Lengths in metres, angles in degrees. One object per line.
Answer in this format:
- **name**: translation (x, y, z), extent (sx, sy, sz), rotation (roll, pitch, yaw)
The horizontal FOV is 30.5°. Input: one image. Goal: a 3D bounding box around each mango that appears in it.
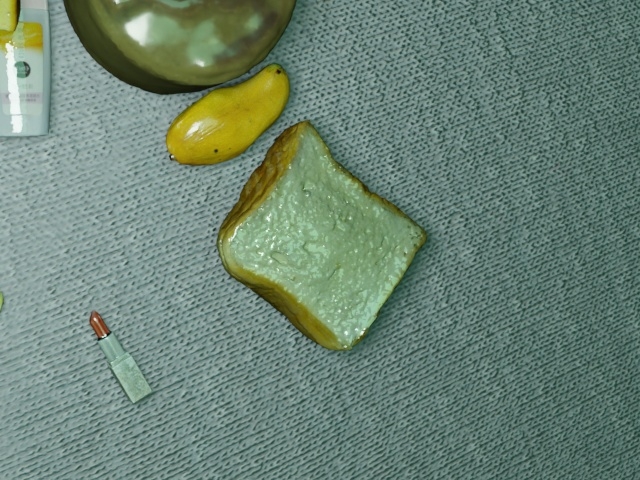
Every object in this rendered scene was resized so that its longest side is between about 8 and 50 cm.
- **mango**: translation (-0.118, -0.156, 1.517), extent (0.190, 0.075, 0.098), rotation (-35, 136, -20)

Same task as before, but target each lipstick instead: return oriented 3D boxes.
- **lipstick**: translation (-0.261, 0.145, 1.498), extent (0.030, 0.030, 0.129), rotation (-32, 105, -18)

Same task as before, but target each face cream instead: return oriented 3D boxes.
- **face cream**: translation (-0.366, -0.224, 1.415), extent (0.084, 0.057, 0.198), rotation (-5, 96, -20)

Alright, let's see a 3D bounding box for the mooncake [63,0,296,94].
- **mooncake**: translation (-0.168, -0.325, 1.444), extent (0.285, 0.155, 0.284), rotation (-1, 93, -22)

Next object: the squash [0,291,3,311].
- **squash**: translation (-0.488, 0.128, 1.335), extent (0.204, 0.155, 0.236), rotation (30, 80, -20)

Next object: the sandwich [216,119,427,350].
- **sandwich**: translation (0.000, 0.000, 1.574), extent (0.251, 0.087, 0.226), rotation (40, 79, -20)

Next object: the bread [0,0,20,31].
- **bread**: translation (-0.374, -0.347, 1.351), extent (0.049, 0.088, 0.226), rotation (-4, 52, -12)
